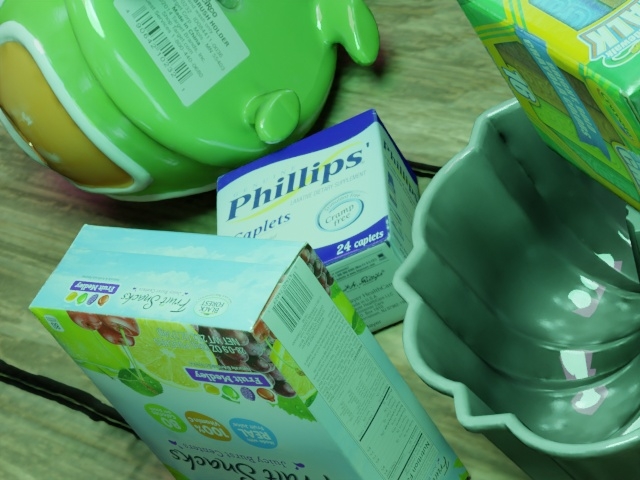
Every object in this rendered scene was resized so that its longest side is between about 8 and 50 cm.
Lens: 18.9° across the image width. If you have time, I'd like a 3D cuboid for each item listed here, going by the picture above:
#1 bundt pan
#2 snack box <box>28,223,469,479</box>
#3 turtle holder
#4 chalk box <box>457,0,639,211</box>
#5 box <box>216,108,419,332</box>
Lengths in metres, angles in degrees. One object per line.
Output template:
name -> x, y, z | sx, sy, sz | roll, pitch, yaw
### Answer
bundt pan -> 0.213, 0.016, 1.043 | 0.331, 0.124, 0.331 | -22, 40, 19
snack box -> -0.038, 0.086, 1.092 | 0.174, 0.207, 0.070 | 4, 52, 41
turtle holder -> -0.116, -0.173, 1.413 | 0.227, 0.243, 0.320 | -26, 44, 41
chalk box -> 0.191, -0.088, 0.961 | 0.132, 0.132, 0.213 | -39, 36, -5
box -> 0.000, 0.000, 1.268 | 0.126, 0.072, 0.137 | -23, 38, 15
